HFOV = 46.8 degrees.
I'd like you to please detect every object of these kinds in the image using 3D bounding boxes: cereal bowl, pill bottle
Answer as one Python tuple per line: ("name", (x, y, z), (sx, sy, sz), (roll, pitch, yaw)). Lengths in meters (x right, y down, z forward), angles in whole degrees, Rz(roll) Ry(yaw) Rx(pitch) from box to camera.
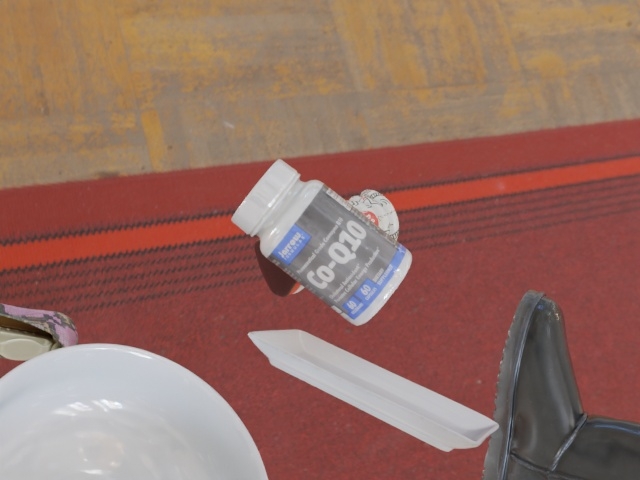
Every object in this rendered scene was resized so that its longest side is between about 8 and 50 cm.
("cereal bowl", (-0.224, 0.284, 0.759), (0.338, 0.141, 0.339), (27, 37, -22))
("pill bottle", (0.000, 0.000, 0.607), (0.137, 0.078, 0.078), (37, 62, -4))

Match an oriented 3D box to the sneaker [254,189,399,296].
("sneaker", (0.008, 0.005, 0.993), (0.145, 0.270, 0.090), (-22, 88, -20))

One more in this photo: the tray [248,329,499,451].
("tray", (0.056, 0.164, 0.817), (0.270, 0.145, 0.030), (22, 92, 23))

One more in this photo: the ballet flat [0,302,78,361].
("ballet flat", (-0.409, 0.112, 0.898), (0.221, 0.079, 0.077), (11, 103, -21))

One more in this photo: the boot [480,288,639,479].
("boot", (0.497, 0.294, 1.126), (0.146, 0.445, 0.367), (-22, 121, -57))
